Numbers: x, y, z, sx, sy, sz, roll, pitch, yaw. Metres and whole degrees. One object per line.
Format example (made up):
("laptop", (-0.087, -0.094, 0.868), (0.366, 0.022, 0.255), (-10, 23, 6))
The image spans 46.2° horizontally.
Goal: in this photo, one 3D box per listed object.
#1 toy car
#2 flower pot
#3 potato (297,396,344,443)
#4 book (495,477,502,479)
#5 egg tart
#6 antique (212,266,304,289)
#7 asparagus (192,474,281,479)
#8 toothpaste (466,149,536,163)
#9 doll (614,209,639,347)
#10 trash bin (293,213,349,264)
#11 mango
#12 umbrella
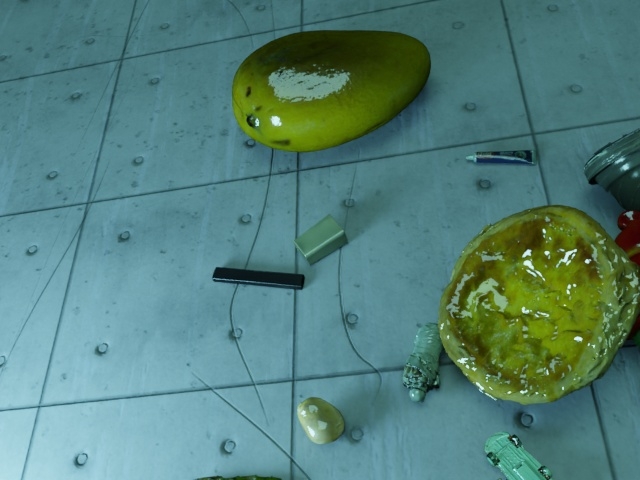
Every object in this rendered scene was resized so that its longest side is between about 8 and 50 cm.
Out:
("toy car", (0.302, 0.347, 1.147), (0.059, 0.035, 0.122), (-34, 44, -10))
("flower pot", (0.596, -0.119, 1.316), (0.235, 0.235, 0.141), (-22, 73, -1))
("potato", (-0.001, 0.299, 1.250), (0.068, 0.062, 0.083), (-30, 78, -41))
("book", (0.254, 0.478, 1.068), (0.161, 0.026, 0.231), (-27, 52, -4))
("egg tart", (0.352, 0.111, 1.211), (0.341, 0.129, 0.341), (-21, 53, 31))
("antique", (-0.123, 0.074, 1.480), (0.192, 0.015, 0.031), (5, 55, 18))
("asparagus", (-0.144, 0.405, 1.232), (0.165, 0.030, 0.036), (-6, 81, 11))
("toothpaste", (0.366, -0.169, 1.520), (0.139, 0.021, 0.037), (1, 57, 13))
("doll", (0.554, 0.094, 1.182), (0.182, 0.160, 0.363), (-18, 51, 7))
("trash bin", (0.000, 0.000, 1.483), (0.092, 0.043, 0.061), (-34, 53, -8))
("mango", (0.027, -0.338, 1.626), (0.444, 0.221, 0.301), (-16, 45, -8))
("umbrella", (0.177, 0.208, 1.274), (0.067, 0.062, 0.144), (22, 57, -6))
